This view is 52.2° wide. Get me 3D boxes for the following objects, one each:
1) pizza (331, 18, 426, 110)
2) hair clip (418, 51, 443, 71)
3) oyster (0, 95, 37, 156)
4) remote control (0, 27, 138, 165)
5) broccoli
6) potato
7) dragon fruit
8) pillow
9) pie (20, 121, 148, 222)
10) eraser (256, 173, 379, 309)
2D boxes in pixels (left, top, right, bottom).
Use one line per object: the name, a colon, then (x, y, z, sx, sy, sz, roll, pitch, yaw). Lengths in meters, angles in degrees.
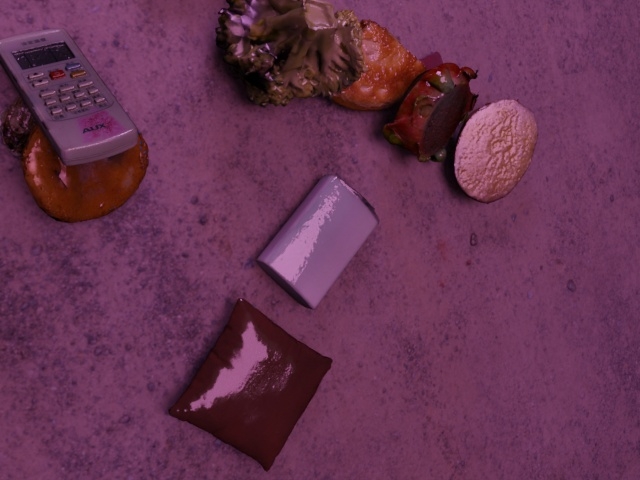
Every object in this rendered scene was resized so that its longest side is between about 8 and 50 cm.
pizza: (0.132, -0.443, 1.651, 0.336, 0.086, 0.226, -16, 104, -28)
hair clip: (0.288, -0.472, 1.779, 0.137, 0.022, 0.054, -30, 110, -25)
oyster: (-0.550, -0.245, 1.288, 0.177, 0.064, 0.125, -36, 96, -13)
remote control: (-0.472, -0.273, 1.207, 0.145, 0.344, 0.050, -25, 150, -29)
broccoli: (-0.052, -0.430, 1.411, 0.348, 0.281, 0.293, 27, 78, -12)
potato: (0.468, -0.259, 1.847, 0.239, 0.116, 0.299, 23, 93, -23)
dragon fruit: (0.287, -0.331, 1.685, 0.268, 0.130, 0.295, -35, 148, -31)
pillow: (-0.155, 0.339, 1.522, 0.305, 0.108, 0.307, 38, 75, -25)
pie: (-0.461, -0.154, 1.292, 0.273, 0.069, 0.273, -31, 132, -44)
eraser: (0.000, 0.000, 1.595, 0.189, 0.104, 0.290, 47, 71, -28)
